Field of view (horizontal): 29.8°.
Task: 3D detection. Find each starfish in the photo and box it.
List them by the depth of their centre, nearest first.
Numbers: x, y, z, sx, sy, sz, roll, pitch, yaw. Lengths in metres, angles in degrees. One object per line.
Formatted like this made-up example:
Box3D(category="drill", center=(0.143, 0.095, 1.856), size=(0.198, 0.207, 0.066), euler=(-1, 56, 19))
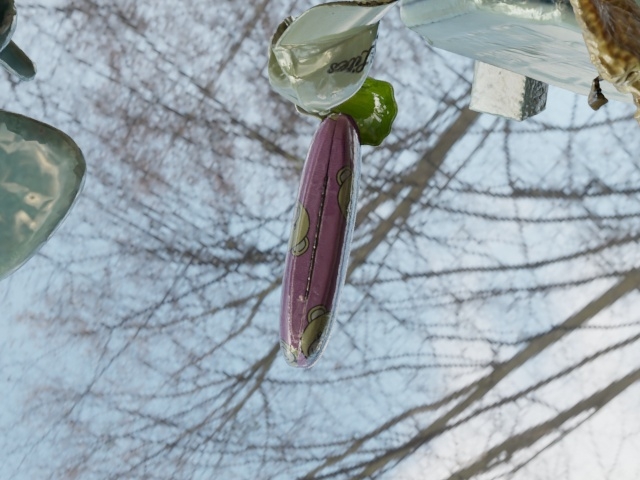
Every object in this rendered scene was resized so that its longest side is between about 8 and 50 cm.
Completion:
Box3D(category="starfish", center=(0.176, -0.085, 0.626), size=(0.247, 0.050, 0.138), euler=(56, -147, -22))

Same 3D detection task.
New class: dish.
Box3D(category="dish", center=(0.033, -0.178, 1.541), size=(0.137, 0.091, 0.039), euler=(17, -157, 6))

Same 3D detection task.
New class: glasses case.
Box3D(category="glasses case", center=(0.000, 0.000, 1.473), size=(0.076, 0.123, 0.316), euler=(9, -93, 5))

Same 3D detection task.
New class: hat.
Box3D(category="hat", center=(0.018, -0.155, 0.913), size=(0.122, 0.166, 0.081), euler=(-38, -84, -36))

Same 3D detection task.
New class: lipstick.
Box3D(category="lipstick", center=(0.213, -0.285, 1.235), size=(0.068, 0.317, 0.066), euler=(20, -152, 31))

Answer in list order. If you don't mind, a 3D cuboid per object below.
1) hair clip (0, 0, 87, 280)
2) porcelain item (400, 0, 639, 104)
Box3D(category="hair clip", center=(-0.332, -0.065, 0.743), size=(0.392, 0.318, 0.238), euler=(43, -167, -21))
Box3D(category="porcelain item", center=(0.230, -0.218, 0.998), size=(0.281, 0.286, 0.157), euler=(16, -89, -15))
